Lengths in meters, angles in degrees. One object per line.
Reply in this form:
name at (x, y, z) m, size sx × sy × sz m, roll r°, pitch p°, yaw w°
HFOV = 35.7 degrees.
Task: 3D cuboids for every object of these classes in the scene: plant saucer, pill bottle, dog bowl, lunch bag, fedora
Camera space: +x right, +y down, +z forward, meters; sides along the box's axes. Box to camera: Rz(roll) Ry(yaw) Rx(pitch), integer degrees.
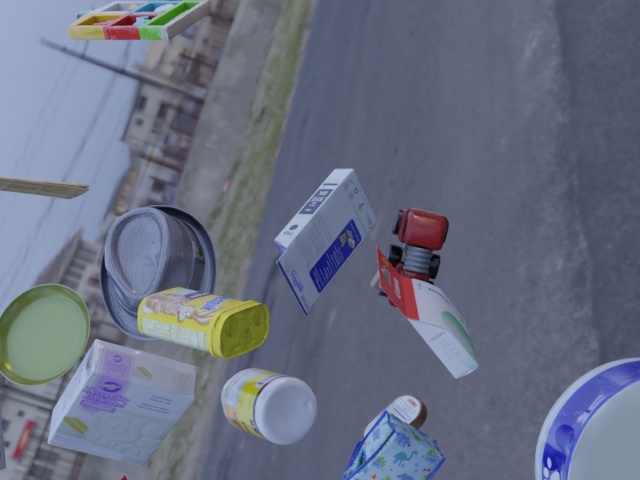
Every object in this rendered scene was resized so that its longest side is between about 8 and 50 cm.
plant saucer at (-0.619, 0.215, 2.230) m, size 0.037 × 0.241 × 0.241 m, roll 57°, pitch -134°, yaw -61°
pill bottle at (-0.101, 0.292, 1.781) m, size 0.215 × 0.117 × 0.117 m, roll -2°, pitch 68°, yaw 63°
dog bowl at (0.400, 0.278, 1.192) m, size 0.104 × 0.265 × 0.265 m, roll -170°, pitch 99°, yaw -83°
lunch bag at (0.133, 0.413, 1.846) m, size 0.151 × 0.129 × 0.096 m, roll -55°, pitch 16°, yaw 10°
fedora at (-0.331, 0.046, 1.925) m, size 0.124 × 0.243 × 0.275 m, roll 57°, pitch -150°, yaw -68°

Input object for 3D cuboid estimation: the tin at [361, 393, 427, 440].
tin at (0.187, 0.470, 2.539) m, size 0.189 × 0.040 × 0.106 m, roll -40°, pitch 43°, yaw -9°

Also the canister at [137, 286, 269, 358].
canister at (-0.184, 0.125, 1.553) m, size 0.126 × 0.170 × 0.073 m, roll -17°, pitch -67°, yaw -56°

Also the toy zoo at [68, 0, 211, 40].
toy zoo at (-0.408, -0.478, 2.155) m, size 0.192 × 0.293 × 0.030 m, roll -53°, pitch -39°, yaw -52°

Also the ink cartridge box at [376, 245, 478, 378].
ink cartridge box at (0.185, 0.113, 1.742) m, size 0.056 × 0.225 × 0.181 m, roll -33°, pitch 18°, yaw 13°

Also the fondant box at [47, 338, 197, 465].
fondant box at (-0.453, 0.375, 2.257) m, size 0.330 × 0.238 × 0.096 m, roll -53°, pitch 28°, yaw 40°

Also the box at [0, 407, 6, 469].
box at (-0.687, 0.366, 1.934) m, size 0.186 × 0.038 × 0.145 m, roll 48°, pitch -156°, yaw -61°

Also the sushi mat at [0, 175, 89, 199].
sushi mat at (-0.637, -0.114, 2.006) m, size 0.151 × 0.316 × 0.019 m, roll -12°, pitch 75°, yaw 56°

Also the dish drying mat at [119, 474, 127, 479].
dish drying mat at (-0.280, 0.349, 1.317) m, size 0.083 × 0.008 × 0.032 m, roll -45°, pitch -44°, yaw -53°

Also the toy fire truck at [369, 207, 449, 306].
toy fire truck at (0.186, 0.044, 2.108) m, size 0.246 × 0.158 × 0.217 m, roll -95°, pitch 19°, yaw -84°

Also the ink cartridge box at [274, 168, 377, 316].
ink cartridge box at (0.000, 0.000, 2.232) m, size 0.065 × 0.165 × 0.333 m, roll 3°, pitch 40°, yaw 39°
